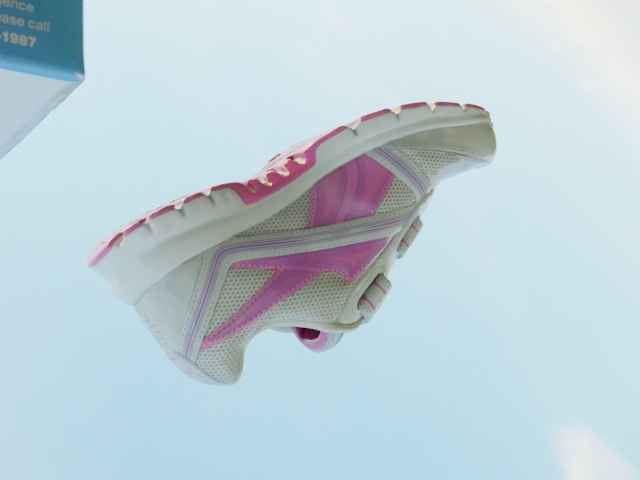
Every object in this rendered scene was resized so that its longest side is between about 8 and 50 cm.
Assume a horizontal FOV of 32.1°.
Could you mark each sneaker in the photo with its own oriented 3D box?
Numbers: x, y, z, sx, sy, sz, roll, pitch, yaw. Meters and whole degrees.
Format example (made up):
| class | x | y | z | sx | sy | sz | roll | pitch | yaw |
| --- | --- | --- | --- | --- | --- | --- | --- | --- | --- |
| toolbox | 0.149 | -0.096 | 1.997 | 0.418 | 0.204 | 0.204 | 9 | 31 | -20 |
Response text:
| class | x | y | z | sx | sy | sz | roll | pitch | yaw |
| --- | --- | --- | --- | --- | --- | --- | --- | --- | --- |
| sneaker | 0.000 | 0.000 | 0.635 | 0.111 | 0.252 | 0.103 | 66 | 161 | -6 |

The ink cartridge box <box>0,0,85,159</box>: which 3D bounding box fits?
| class | x | y | z | sx | sy | sz | roll | pitch | yaw |
| --- | --- | --- | --- | --- | --- | --- | --- | --- | --- |
| ink cartridge box | -0.229 | -0.177 | 0.482 | 0.198 | 0.197 | 0.270 | 7 | -109 | -34 |
